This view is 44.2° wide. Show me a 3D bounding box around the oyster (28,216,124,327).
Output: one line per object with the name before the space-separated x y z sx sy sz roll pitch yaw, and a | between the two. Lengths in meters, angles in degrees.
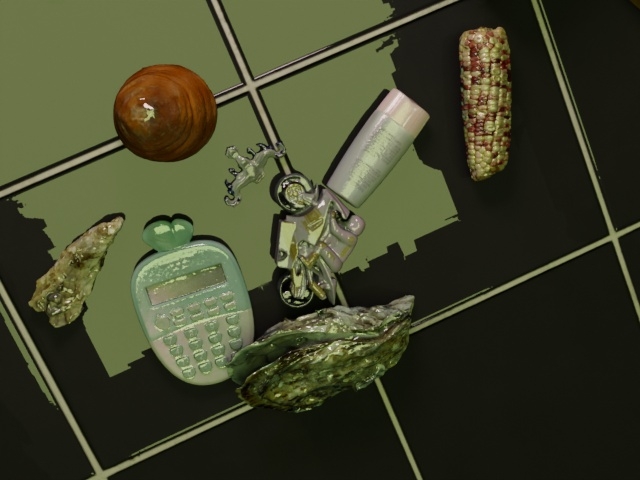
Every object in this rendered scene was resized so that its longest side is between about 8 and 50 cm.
oyster | -0.392 0.045 1.254 0.106 0.061 0.200 17 96 -11

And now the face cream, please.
face cream | 0.093 -0.151 1.307 0.084 0.057 0.198 37 90 -15

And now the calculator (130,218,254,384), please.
calculator | -0.211 0.102 1.306 0.184 0.042 0.295 -18 105 -6

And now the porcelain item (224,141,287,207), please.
porcelain item | -0.125 -0.124 1.290 0.075 0.021 0.136 43 90 -14

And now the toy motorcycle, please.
toy motorcycle | 0.000 0.000 1.307 0.152 0.073 0.225 -2 97 -9

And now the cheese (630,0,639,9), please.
cheese | 0.551 -0.455 1.325 0.171 0.126 0.093 39 98 5

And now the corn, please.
corn | 0.276 -0.225 1.310 0.086 0.086 0.253 -6 101 -9

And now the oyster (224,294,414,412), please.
oyster | 0.019 0.182 1.317 0.351 0.162 0.158 -24 73 -14

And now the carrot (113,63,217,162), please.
carrot | -0.236 -0.191 1.162 0.159 0.225 0.159 -1 97 -5
